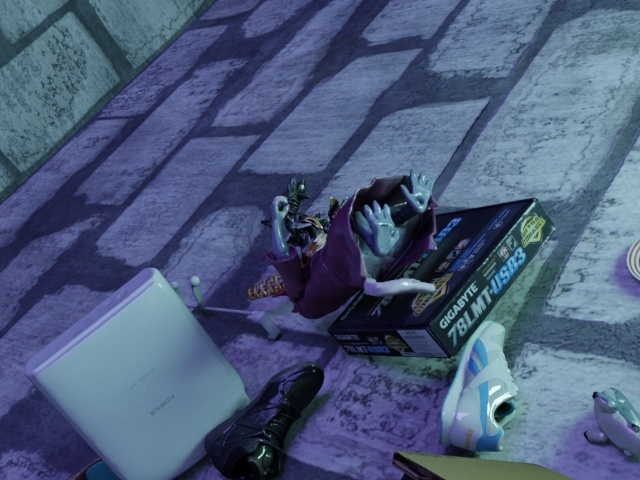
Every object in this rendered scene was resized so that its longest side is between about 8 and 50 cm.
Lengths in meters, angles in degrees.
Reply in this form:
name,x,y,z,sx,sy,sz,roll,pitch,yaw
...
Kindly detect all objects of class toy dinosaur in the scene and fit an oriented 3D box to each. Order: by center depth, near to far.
name,x,y,z,sx,sy,sz,roll,pitch,yaw
toy dinosaur,0.000,0.000,1.673,0.321,0.164,0.218,-20,44,-23

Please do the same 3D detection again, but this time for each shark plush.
name,x,y,z,sx,sy,sz,roll,pitch,yaw
shark plush,0.401,0.231,1.096,0.067,0.073,0.161,-11,17,-28

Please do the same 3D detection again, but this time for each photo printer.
name,x,y,z,sx,sy,sz,roll,pitch,yaw
photo printer,-0.276,0.236,1.409,0.256,0.308,0.107,-38,23,-13

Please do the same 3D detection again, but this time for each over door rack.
name,x,y,z,sx,sy,sz,roll,pitch,yaw
over door rack,-0.264,0.189,1.658,0.324,0.108,0.239,12,52,48

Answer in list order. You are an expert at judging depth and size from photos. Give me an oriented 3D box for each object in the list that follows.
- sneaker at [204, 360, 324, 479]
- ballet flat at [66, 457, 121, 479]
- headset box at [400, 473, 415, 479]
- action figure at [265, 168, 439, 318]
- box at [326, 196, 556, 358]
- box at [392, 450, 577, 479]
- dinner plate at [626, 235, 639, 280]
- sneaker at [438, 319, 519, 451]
name,x,y,z,sx,sy,sz,roll,pitch,yaw
sneaker,-0.070,0.293,1.375,0.227,0.087,0.130,-38,34,-6
ballet flat,-0.391,0.410,1.500,0.206,0.073,0.067,-30,17,-5
headset box,0.146,0.429,0.959,0.246,0.131,0.283,3,46,42
action figure,0.051,0.047,1.429,0.370,0.248,0.276,-45,51,43
box,0.187,0.063,1.416,0.295,0.073,0.293,-46,18,-24
box,0.206,0.281,1.036,0.164,0.201,0.021,175,104,-74
dinner plate,0.529,0.022,1.309,0.141,0.017,0.141,-22,32,15
sneaker,0.237,0.208,1.248,0.092,0.087,0.229,11,43,18
